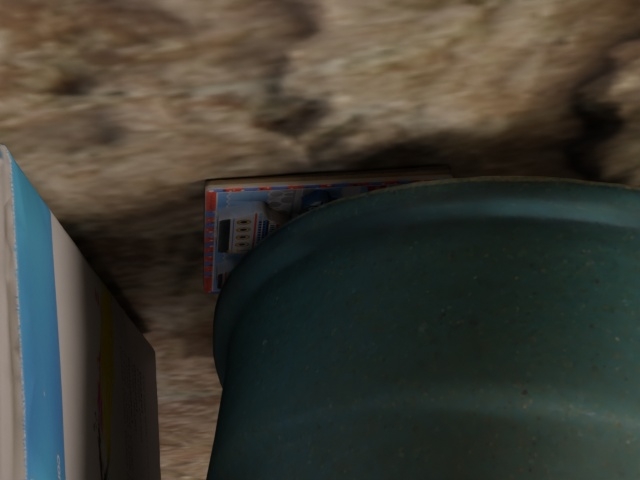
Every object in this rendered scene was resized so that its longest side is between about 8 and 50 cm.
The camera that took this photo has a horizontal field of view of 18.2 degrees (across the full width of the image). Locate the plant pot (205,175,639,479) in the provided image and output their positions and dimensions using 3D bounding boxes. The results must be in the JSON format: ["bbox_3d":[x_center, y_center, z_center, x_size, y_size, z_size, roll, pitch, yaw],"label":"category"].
[{"bbox_3d":[0.080,0.207,0.760,0.341,0.334,0.341,12,147,8],"label":"plant pot"}]

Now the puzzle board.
[{"bbox_3d":[0.000,0.000,0.825,0.096,0.011,0.128,-4,160,-5],"label":"puzzle board"}]

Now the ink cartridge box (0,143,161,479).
[{"bbox_3d":[-0.181,0.108,0.799,0.198,0.197,0.270,-7,161,5],"label":"ink cartridge box"}]
